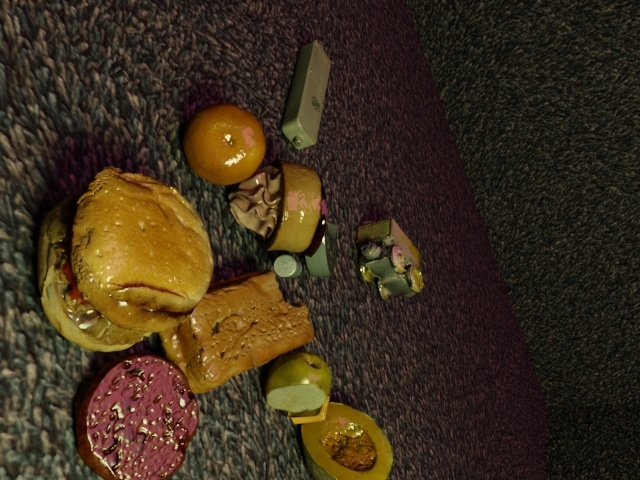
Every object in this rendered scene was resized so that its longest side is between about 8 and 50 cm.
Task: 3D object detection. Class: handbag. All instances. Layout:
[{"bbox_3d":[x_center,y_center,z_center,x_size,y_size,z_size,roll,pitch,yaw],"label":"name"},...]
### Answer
[{"bbox_3d":[-0.023,0.349,1.229,0.027,0.083,0.061,57,31,-31],"label":"handbag"}]

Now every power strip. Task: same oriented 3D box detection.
[{"bbox_3d":[0.000,0.000,1.375,0.253,0.054,0.168,58,30,-75],"label":"power strip"},{"bbox_3d":[-0.036,-0.387,1.566,0.091,0.062,0.385,49,38,-40],"label":"power strip"}]

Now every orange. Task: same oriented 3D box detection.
[{"bbox_3d":[-0.186,-0.184,1.132,0.159,0.159,0.136,69,-14,-12],"label":"orange"}]

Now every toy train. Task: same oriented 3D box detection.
[{"bbox_3d":[0.207,0.058,1.715,0.261,0.134,0.177,46,40,-42],"label":"toy train"}]

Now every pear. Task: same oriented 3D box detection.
[{"bbox_3d":[-0.046,0.275,1.180,0.141,0.141,0.104,48,23,-40],"label":"pear"}]

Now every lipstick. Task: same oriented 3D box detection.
[{"bbox_3d":[-0.068,0.056,1.253,0.158,0.048,0.048,59,19,-85],"label":"lipstick"}]

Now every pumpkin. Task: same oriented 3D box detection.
[{"bbox_3d":[0.044,0.463,1.254,0.217,0.217,0.110,-29,143,-60],"label":"pumpkin"}]

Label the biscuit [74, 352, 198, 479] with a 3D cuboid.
[{"bbox_3d":[-0.263,0.259,0.854,0.192,0.049,0.192,15,67,-39],"label":"biscuit"}]

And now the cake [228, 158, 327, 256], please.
[{"bbox_3d":[-0.099,-0.064,1.208,0.178,0.185,0.208,-3,80,-24],"label":"cake"}]

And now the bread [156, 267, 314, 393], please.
[{"bbox_3d":[-0.145,0.148,1.087,0.380,0.109,0.185,-8,77,-63],"label":"bread"}]

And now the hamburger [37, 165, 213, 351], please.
[{"bbox_3d":[-0.284,0.030,0.843,0.244,0.163,0.244,34,44,-41],"label":"hamburger"}]
